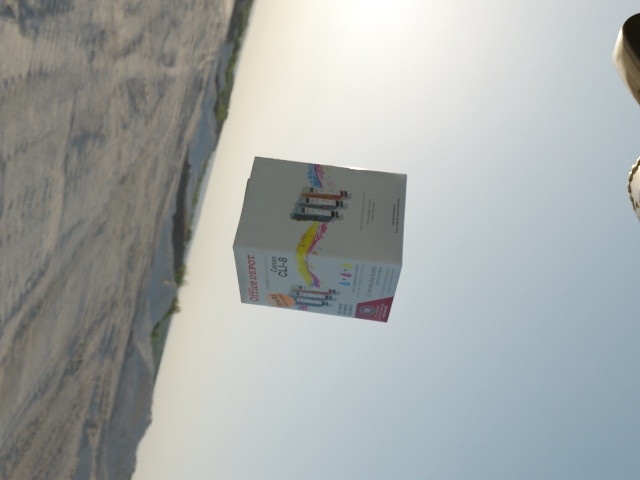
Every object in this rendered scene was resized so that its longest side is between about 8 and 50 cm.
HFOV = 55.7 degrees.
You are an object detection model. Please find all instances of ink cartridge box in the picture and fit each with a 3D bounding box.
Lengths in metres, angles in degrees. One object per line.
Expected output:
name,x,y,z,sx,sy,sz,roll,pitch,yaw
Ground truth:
ink cartridge box,0.000,0.000,0.683,0.128,0.176,0.127,93,5,-55

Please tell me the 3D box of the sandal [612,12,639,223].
sandal,0.216,-0.033,0.341,0.079,0.088,0.240,81,10,-49
